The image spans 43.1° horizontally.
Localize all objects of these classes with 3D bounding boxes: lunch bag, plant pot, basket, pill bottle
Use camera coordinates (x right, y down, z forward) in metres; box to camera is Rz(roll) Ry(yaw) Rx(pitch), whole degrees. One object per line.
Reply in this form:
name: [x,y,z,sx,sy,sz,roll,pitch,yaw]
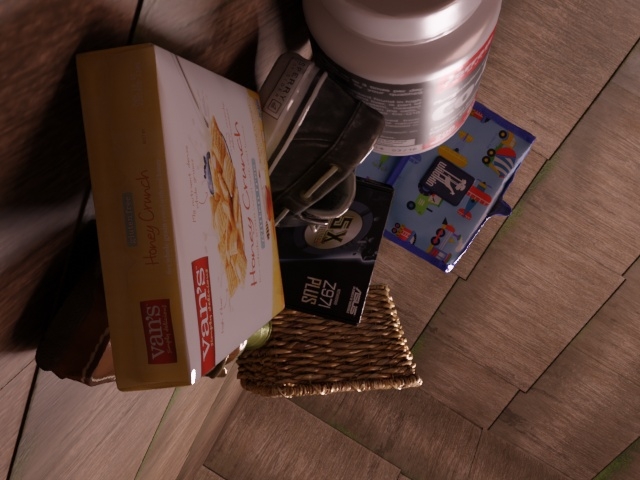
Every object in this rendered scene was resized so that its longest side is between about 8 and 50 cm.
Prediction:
lunch bag: [0.133,-0.109,1.125,0.221,0.293,0.138,-60,176,11]
plant pot: [-0.134,0.141,1.340,0.083,0.083,0.079,-59,162,6]
basket: [-0.002,0.227,1.516,0.213,0.299,0.223,119,-38,-48]
pill bottle: [0.069,-0.188,0.698,0.161,0.161,0.283,-58,170,-7]

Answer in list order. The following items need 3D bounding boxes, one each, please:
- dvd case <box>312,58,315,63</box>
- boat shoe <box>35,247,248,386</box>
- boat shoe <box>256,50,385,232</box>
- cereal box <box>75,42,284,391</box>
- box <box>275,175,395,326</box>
dvd case: [0.062,-0.291,0.895,0.253,0.022,0.180,-63,175,38]
boat shoe: [-0.111,0.053,0.669,0.122,0.120,0.324,-59,176,10]
boat shoe: [-0.026,-0.057,0.779,0.121,0.119,0.335,-59,-177,-14]
cereal box: [-0.074,-0.019,0.511,0.240,0.047,0.173,-35,118,-81]
box: [0.000,0.000,1.032,0.077,0.147,0.180,-85,-170,-81]
